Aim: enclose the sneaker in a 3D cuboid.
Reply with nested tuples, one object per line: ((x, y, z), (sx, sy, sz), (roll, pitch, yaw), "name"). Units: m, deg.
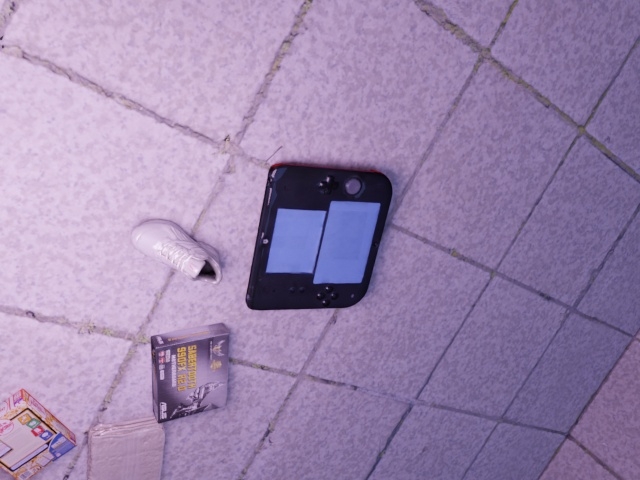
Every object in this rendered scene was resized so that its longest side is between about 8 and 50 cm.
((-0.302, 0.031, 1.358), (0.232, 0.115, 0.090), (25, 100, -37), "sneaker")

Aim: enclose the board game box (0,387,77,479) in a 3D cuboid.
((-0.673, 0.445, 1.401), (0.146, 0.045, 0.193), (-34, 127, -11), "board game box")

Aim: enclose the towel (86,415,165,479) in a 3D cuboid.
((-0.496, 0.570, 1.571), (0.187, 0.049, 0.282), (-1, 116, -29), "towel")

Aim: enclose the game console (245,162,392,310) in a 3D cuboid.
((0.000, 0.000, 1.558), (0.341, 0.060, 0.387), (0, 114, -31), "game console")

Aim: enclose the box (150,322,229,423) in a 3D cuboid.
((-0.323, 0.329, 1.540), (0.183, 0.056, 0.231), (-7, 118, -27), "box")
